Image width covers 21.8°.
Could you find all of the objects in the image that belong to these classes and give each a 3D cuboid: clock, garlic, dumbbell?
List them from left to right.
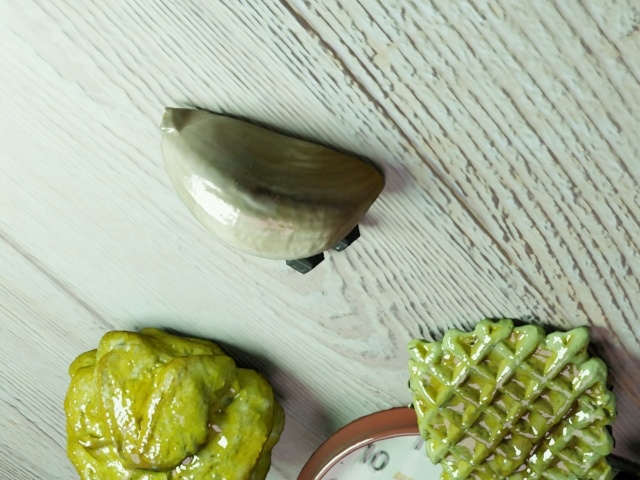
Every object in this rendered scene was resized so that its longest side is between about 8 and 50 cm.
[{"bbox_3d":[-0.050,-0.038,1.383,0.195,0.101,0.087,17,148,0],"label":"garlic"},{"bbox_3d":[0.000,0.000,1.475,0.036,0.040,0.083,1,159,-34],"label":"dumbbell"},{"bbox_3d":[0.116,0.320,1.734,0.318,0.080,0.319,3,105,11],"label":"clock"}]

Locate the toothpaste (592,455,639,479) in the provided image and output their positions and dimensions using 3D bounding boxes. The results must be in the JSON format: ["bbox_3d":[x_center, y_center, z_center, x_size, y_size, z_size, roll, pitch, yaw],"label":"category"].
[{"bbox_3d":[0.368,0.281,1.700,0.255,0.067,0.037,21,158,-10],"label":"toothpaste"}]

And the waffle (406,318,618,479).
[{"bbox_3d":[0.182,0.164,1.581,0.207,0.054,0.214,-6,120,21],"label":"waffle"}]

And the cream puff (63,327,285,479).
[{"bbox_3d":[-0.155,0.195,1.724,0.244,0.196,0.244,12,176,1],"label":"cream puff"}]

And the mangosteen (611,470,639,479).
[{"bbox_3d":[0.357,0.273,1.595,0.184,0.172,0.172,1,144,28],"label":"mangosteen"}]
